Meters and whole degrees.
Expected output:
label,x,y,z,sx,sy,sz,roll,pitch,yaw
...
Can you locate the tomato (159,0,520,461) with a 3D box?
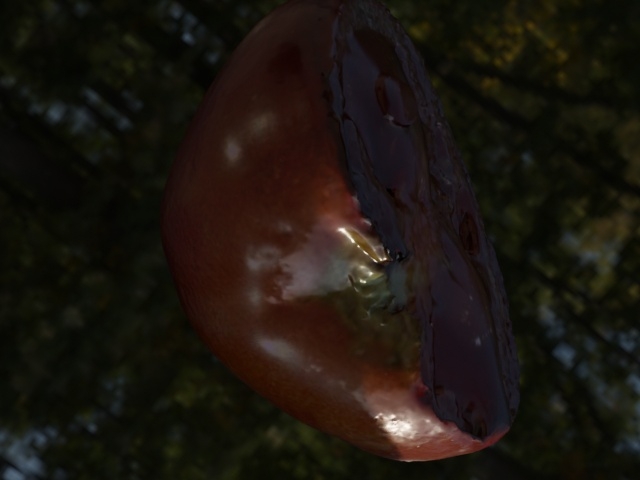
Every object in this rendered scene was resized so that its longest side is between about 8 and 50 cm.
label,x,y,z,sx,sy,sz,roll,pitch,yaw
tomato,0.000,0.000,0.876,0.140,0.233,0.200,-15,-164,19
